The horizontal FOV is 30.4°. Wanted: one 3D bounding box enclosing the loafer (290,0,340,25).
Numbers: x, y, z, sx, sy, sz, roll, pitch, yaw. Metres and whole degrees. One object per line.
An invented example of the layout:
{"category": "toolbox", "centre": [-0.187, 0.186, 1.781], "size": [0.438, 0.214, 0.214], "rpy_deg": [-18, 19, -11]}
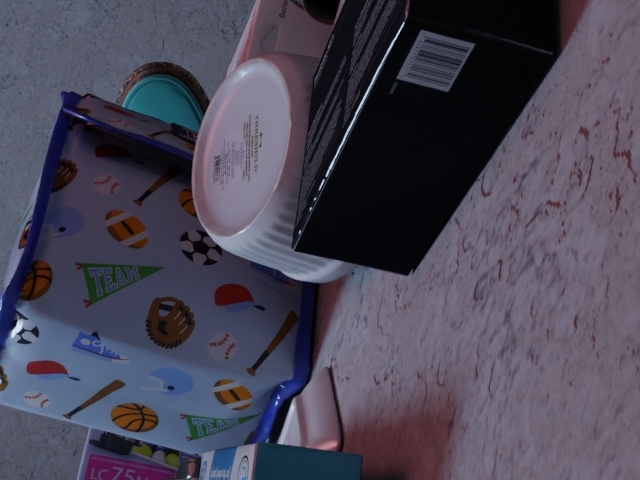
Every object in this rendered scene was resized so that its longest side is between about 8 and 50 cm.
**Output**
{"category": "loafer", "centre": [0.009, -0.309, 1.386], "size": [0.319, 0.112, 0.112], "rpy_deg": [172, 120, -79]}

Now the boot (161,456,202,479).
{"category": "boot", "centre": [-0.171, 0.383, 1.498], "size": [0.246, 0.083, 0.161], "rpy_deg": [120, 156, -60]}

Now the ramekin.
{"category": "ramekin", "centre": [-0.029, -0.071, 1.059], "size": [0.207, 0.109, 0.207], "rpy_deg": [-22, 63, 51]}

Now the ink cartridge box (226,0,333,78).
{"category": "ink cartridge box", "centre": [-0.072, -0.210, 1.674], "size": [0.273, 0.114, 0.198], "rpy_deg": [130, 152, -68]}

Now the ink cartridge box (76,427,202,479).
{"category": "ink cartridge box", "centre": [-0.239, 0.250, 1.733], "size": [0.065, 0.185, 0.311], "rpy_deg": [113, 167, -52]}

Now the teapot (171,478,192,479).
{"category": "teapot", "centre": [-0.164, 0.381, 1.032], "size": [0.252, 0.187, 0.256], "rpy_deg": [-61, -27, -56]}

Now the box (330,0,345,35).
{"category": "box", "centre": [0.037, -0.169, 1.175], "size": [0.100, 0.060, 0.244], "rpy_deg": [-140, 65, -79]}

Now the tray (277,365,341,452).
{"category": "tray", "centre": [-0.039, 0.259, 1.077], "size": [0.145, 0.030, 0.270], "rpy_deg": [-105, 31, -69]}

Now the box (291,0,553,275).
{"category": "box", "centre": [0.066, -0.124, 0.840], "size": [0.261, 0.103, 0.184], "rpy_deg": [118, 161, -53]}

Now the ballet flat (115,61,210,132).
{"category": "ballet flat", "centre": [-0.193, -0.033, 1.661], "size": [0.182, 0.164, 0.483], "rpy_deg": [-80, -16, -66]}

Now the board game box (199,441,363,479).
{"category": "board game box", "centre": [-0.055, 0.322, 0.851], "size": [0.254, 0.079, 0.336], "rpy_deg": [138, 140, -72]}

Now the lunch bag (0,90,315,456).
{"category": "lunch bag", "centre": [-0.175, 0.010, 1.319], "size": [0.386, 0.327, 0.239], "rpy_deg": [-84, 20, -45]}
